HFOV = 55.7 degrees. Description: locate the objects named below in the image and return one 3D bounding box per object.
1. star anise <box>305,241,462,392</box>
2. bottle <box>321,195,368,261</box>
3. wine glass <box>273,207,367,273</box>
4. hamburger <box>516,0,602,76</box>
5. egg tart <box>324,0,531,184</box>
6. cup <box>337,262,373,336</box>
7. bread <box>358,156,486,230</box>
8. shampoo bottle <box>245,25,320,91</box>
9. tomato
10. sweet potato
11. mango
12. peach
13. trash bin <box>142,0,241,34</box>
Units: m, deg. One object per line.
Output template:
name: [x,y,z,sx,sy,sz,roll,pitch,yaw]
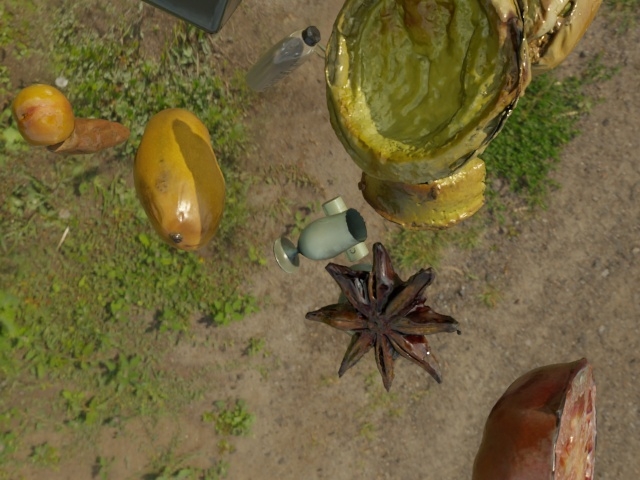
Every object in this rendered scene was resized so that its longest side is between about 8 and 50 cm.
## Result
star anise: [0.108,0.123,1.004,0.271,0.102,0.272,9,112,24]
bottle: [0.077,-0.036,1.895,0.072,0.072,0.202,-27,99,2]
wine glass: [0.000,0.000,1.311,0.202,0.093,0.093,-23,128,31]
hamburger: [0.504,-0.533,1.417,0.174,0.284,0.305,36,83,-22]
egg tart: [0.117,-0.196,0.682,0.094,0.279,0.279,-7,127,-44]
cup: [0.116,0.181,1.606,0.198,0.150,0.199,16,131,19]
bread: [0.183,-0.112,1.198,0.147,0.260,0.160,-43,150,-32]
shampoo bottle: [-0.090,-0.456,1.514,0.127,0.256,0.078,-26,95,-42]
tomato: [0.195,0.210,0.553,0.225,0.084,0.225,-10,103,-53]
sweet potato: [-0.577,-0.265,1.528,0.251,0.097,0.097,-19,137,-55]
mango: [-0.264,-0.129,1.133,0.143,0.360,0.187,-28,142,15]
peach: [-0.619,-0.280,1.352,0.138,0.138,0.138,-7,122,-11]
trash bin: [-0.177,-0.323,0.606,0.236,0.177,0.101,25,134,-9]
